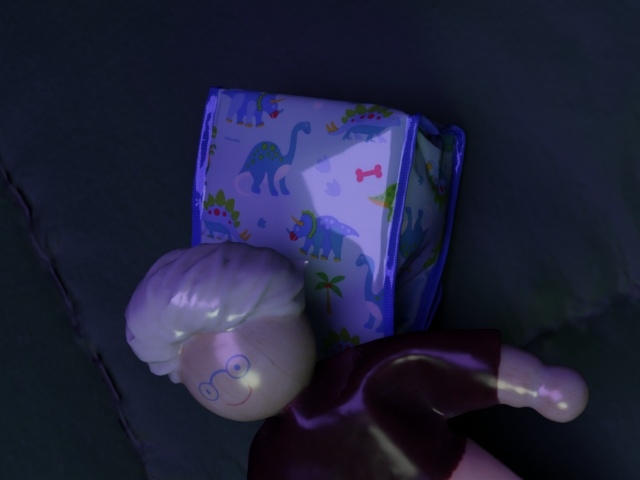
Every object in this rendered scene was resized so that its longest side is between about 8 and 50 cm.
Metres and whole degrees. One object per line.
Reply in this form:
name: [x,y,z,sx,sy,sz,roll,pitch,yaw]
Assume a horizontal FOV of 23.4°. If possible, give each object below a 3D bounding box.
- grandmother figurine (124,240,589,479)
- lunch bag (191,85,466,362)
grandmother figurine: [0.046,0.125,0.772,0.342,0.104,0.208,42,104,-5]
lunch bag: [0.000,0.000,0.844,0.129,0.096,0.151,9,89,26]
